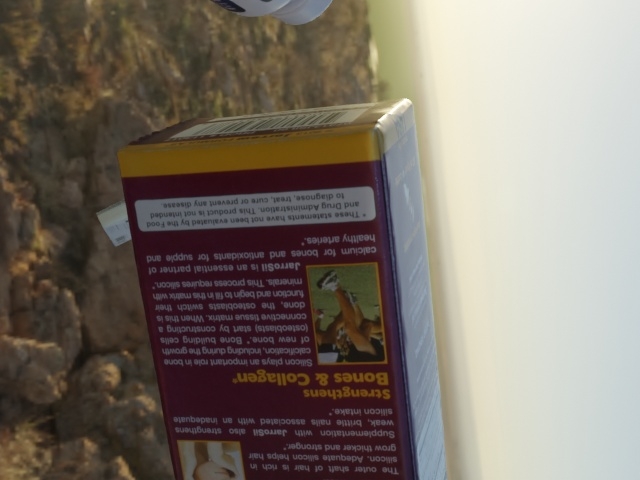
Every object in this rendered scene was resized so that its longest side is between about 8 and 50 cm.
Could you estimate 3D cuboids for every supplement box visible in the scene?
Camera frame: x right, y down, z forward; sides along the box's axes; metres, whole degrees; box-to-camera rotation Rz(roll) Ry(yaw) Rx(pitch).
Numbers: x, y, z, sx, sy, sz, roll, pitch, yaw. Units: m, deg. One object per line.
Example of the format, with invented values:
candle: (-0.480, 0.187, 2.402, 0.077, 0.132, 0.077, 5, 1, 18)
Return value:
supplement box: (-0.008, 0.042, 0.385, 0.081, 0.104, 0.188, -48, 134, -68)

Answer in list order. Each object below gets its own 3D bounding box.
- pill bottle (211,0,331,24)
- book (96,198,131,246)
pill bottle: (-0.061, -0.209, 0.616, 0.169, 0.094, 0.094, 17, 63, -52)
book: (-0.224, -0.042, 1.238, 0.035, 0.144, 0.096, 61, -10, 13)
